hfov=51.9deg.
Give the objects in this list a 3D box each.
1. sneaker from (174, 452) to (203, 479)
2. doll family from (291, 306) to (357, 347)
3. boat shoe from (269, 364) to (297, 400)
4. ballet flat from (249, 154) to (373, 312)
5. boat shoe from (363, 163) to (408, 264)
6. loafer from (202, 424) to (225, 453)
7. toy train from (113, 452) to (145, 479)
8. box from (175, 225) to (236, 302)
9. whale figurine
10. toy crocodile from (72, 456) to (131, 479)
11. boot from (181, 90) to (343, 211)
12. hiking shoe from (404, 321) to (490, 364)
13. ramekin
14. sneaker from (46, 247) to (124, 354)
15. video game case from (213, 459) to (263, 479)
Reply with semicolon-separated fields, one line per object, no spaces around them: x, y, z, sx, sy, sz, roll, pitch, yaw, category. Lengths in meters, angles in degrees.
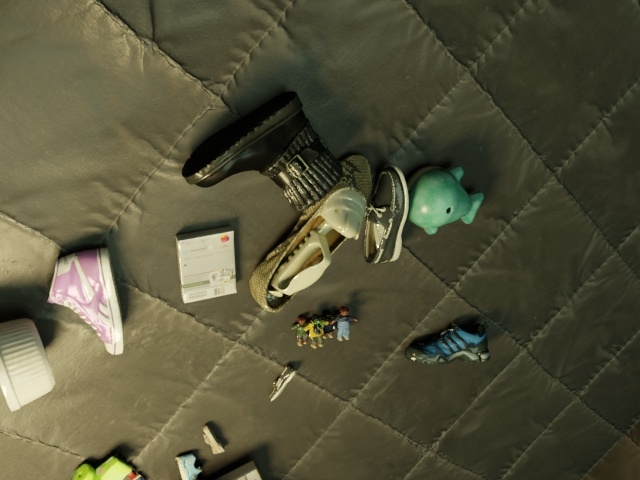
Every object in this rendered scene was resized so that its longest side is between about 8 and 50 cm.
-0.386;0.711;1.998;0.073;0.063;0.162;-22;125;-19;sneaker
0.013;0.250;1.936;0.192;0.076;0.112;-13;117;-25;doll family
-0.120;0.430;1.987;0.125;0.038;0.046;-55;167;16;boat shoe
0.000;0.000;1.719;0.164;0.182;0.483;36;97;-30;ballet flat
0.173;-0.061;1.814;0.091;0.114;0.303;-16;122;-24;boat shoe
-0.329;0.604;1.979;0.039;0.045;0.125;-27;128;-3;loafer
-0.550;0.673;1.911;0.027;0.036;0.158;-32;126;-7;toy train
-0.294;0.063;1.700;0.145;0.038;0.186;-11;122;-21;box
0.363;-0.105;1.865;0.271;0.141;0.216;13;110;-31;whale figurine
-0.677;0.722;1.826;0.340;0.105;0.115;-34;126;0;toy crocodile
-0.129;-0.165;1.586;0.347;0.131;0.260;-33;121;-6;boot
0.415;0.339;2.177;0.303;0.113;0.132;-1;87;-19;hiking shoe
-0.697;0.279;1.527;0.109;0.207;0.207;-19;124;-26;ramekin
-0.568;0.158;1.590;0.160;0.102;0.282;-12;110;-16;sneaker
-0.307;0.813;2.066;0.274;0.035;0.248;-25;142;-12;video game case
